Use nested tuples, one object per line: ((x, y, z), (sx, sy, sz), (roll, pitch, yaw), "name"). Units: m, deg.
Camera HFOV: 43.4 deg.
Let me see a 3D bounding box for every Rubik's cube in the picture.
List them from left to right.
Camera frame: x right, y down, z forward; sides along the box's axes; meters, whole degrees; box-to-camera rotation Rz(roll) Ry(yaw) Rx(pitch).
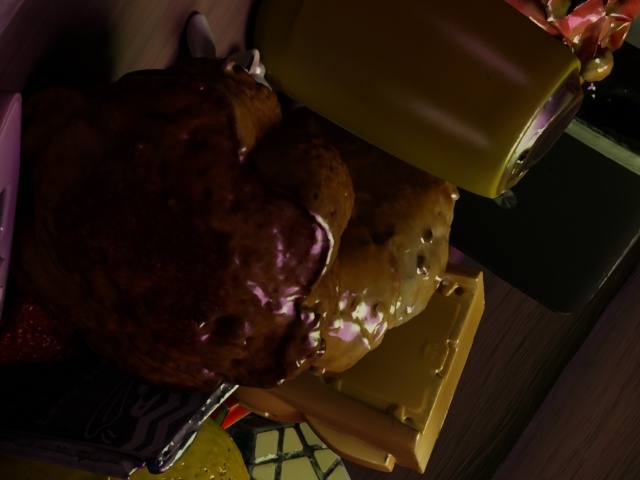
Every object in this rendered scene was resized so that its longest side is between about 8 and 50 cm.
((-0.096, 0.391, 1.281), (0.264, 0.318, 0.319), (-79, -169, -56), "Rubik's cube")

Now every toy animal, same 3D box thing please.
((-0.077, -0.122, 0.674), (0.085, 0.071, 0.124), (-57, 164, 7), "toy animal")

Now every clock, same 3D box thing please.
((0.010, 0.103, 0.933), (0.200, 0.316, 0.244), (80, 33, -63), "clock")

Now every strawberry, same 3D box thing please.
((-0.228, 0.071, 0.634), (0.083, 0.073, 0.073), (-37, 160, -14), "strawberry")

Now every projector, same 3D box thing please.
((0.357, -0.137, 1.305), (0.242, 0.395, 0.405), (-45, 160, -30), "projector")

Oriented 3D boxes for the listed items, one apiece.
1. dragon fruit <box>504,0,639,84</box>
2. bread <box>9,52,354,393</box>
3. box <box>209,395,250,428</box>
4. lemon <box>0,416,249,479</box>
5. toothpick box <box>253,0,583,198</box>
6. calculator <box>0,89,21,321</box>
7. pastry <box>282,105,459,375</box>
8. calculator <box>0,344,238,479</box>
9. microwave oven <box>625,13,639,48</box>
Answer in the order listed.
((0.215, -0.268, 0.881), (0.296, 0.262, 0.314), (-58, 164, 11), "dragon fruit")
((-0.089, -0.013, 0.553), (0.135, 0.246, 0.232), (-50, 163, -54), "bread")
((-0.126, 0.179, 1.057), (0.048, 0.112, 0.175), (-61, 161, 20), "box")
((-0.194, 0.272, 0.776), (0.310, 0.258, 0.258), (5, 119, -57), "lemon")
((0.090, -0.157, 0.720), (0.175, 0.271, 0.175), (-49, 163, -21), "toothpick box")
((-0.238, 0.062, 0.489), (0.194, 0.043, 0.294), (-87, -167, -59), "calculator")
((-0.006, 0.000, 0.788), (0.310, 0.255, 0.162), (-35, 151, -38), "pastry")
((-0.168, 0.126, 0.669), (0.274, 0.028, 0.165), (-7, -153, 45), "calculator")
((0.632, -0.404, 1.642), (0.236, 0.374, 0.432), (-61, 168, 16), "microwave oven")
